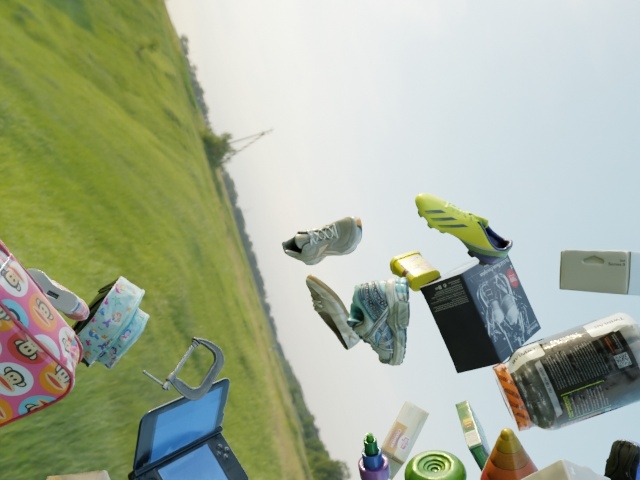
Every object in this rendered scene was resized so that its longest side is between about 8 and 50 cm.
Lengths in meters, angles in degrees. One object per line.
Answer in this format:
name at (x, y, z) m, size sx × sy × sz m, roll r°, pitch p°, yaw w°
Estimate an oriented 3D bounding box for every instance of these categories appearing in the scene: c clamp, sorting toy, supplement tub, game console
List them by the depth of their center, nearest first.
sorting toy at (0.250, 0.427, 1.293) m, size 0.127 × 0.366 × 0.126 m, roll -56°, pitch 140°, yaw -64°
c clamp at (-0.286, 0.274, 1.411) m, size 0.137 × 0.160 × 0.022 m, roll 45°, pitch -40°, yaw -9°
supplement tub at (0.595, 0.317, 1.517) m, size 0.207 × 0.338 × 0.207 m, roll -21°, pitch 90°, yaw -84°
game console at (-0.296, 0.515, 1.563) m, size 0.173 × 0.293 × 0.250 m, roll -47°, pitch -109°, yaw 32°

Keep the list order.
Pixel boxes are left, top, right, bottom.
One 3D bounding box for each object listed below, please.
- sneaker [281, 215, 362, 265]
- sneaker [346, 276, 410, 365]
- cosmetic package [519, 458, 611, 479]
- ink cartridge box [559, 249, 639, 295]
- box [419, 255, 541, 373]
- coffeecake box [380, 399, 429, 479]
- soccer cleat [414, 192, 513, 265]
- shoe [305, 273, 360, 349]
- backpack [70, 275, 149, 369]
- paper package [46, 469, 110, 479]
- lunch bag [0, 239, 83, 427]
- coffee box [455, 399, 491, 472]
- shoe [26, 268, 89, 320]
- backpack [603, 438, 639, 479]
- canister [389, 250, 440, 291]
sneaker at (0.000, 0.000, 1.777) m, size 0.262 × 0.121 × 0.099 m, roll -29°, pitch -121°, yaw 40°
sneaker at (0.116, 0.162, 1.316) m, size 0.283 × 0.122 × 0.110 m, roll 85°, pitch 9°, yaw -51°
cosmetic package at (0.301, 0.414, 0.918) m, size 0.127 × 0.238 × 0.107 m, roll 27°, pitch 38°, yaw -29°
ink cartridge box at (0.630, 0.069, 1.359) m, size 0.154 × 0.213 × 0.093 m, roll 0°, pitch -96°, yaw 53°
box at (0.547, 0.230, 2.176) m, size 0.179 × 0.343 × 0.312 m, roll -25°, pitch -93°, yaw 42°
coffeecake box at (0.200, 0.508, 1.633) m, size 0.068 × 0.142 × 0.185 m, roll 28°, pitch -31°, yaw 13°
soccer cleat at (0.383, -0.048, 1.716) m, size 0.289 × 0.093 × 0.121 m, roll 37°, pitch -44°, yaw -5°
shoe at (0.028, 0.178, 1.593) m, size 0.219 × 0.058 × 0.077 m, roll 53°, pitch -21°, yaw -13°
backpack at (-0.629, 0.242, 1.940) m, size 0.191 × 0.253 × 0.225 m, roll 32°, pitch 16°, yaw -12°
paper package at (-0.617, 0.817, 1.671) m, size 0.324 × 0.168 × 0.309 m, roll -109°, pitch -166°, yaw -53°
lunch bag at (-0.533, 0.152, 0.960) m, size 0.120 × 0.258 × 0.293 m, roll -109°, pitch 173°, yaw -63°
coffee box at (0.400, 0.508, 1.658) m, size 0.113 × 0.041 × 0.184 m, roll 60°, pitch 11°, yaw -17°
shoe at (-0.627, 0.132, 1.517) m, size 0.178 × 0.063 × 0.081 m, roll 26°, pitch -22°, yaw 16°
backpack at (0.824, 0.594, 1.723) m, size 0.098 × 0.101 × 0.120 m, roll 3°, pitch -103°, yaw 52°
canister at (0.343, 0.111, 2.337) m, size 0.170 × 0.126 × 0.073 m, roll -132°, pitch -153°, yaw -59°
